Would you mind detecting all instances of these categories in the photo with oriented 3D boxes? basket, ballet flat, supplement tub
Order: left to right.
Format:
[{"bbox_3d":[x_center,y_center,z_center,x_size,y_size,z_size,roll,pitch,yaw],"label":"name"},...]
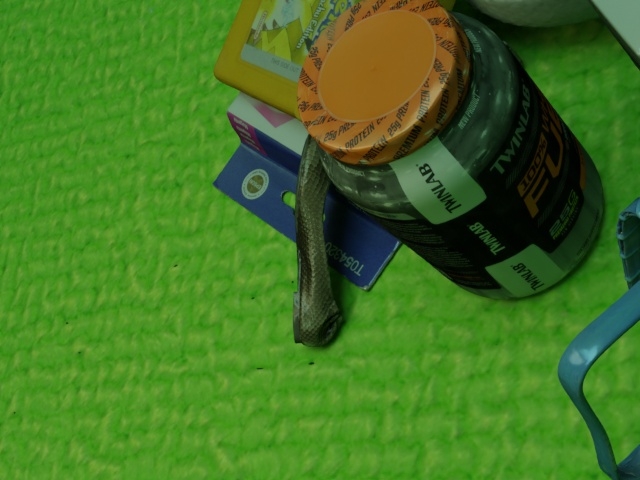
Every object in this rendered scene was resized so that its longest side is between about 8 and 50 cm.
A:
[{"bbox_3d":[0.000,0.000,1.282,0.058,0.084,0.249,1,87,7],"label":"ballet flat"},{"bbox_3d":[0.133,-0.088,1.087,0.207,0.338,0.207,-15,61,28],"label":"supplement tub"},{"bbox_3d":[0.330,0.067,0.934,0.289,0.254,0.201,-41,53,-3],"label":"basket"}]

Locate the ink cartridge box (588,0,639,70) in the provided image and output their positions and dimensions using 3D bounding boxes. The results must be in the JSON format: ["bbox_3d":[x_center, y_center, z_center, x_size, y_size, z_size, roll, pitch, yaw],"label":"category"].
[{"bbox_3d":[0.333,-0.198,1.039,0.087,0.208,0.153,-38,51,16],"label":"ink cartridge box"}]

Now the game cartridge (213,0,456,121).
[{"bbox_3d":[0.021,-0.279,1.305,0.324,0.053,0.285,31,100,48],"label":"game cartridge"}]

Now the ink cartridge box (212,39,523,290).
[{"bbox_3d":[0.033,-0.151,1.365,0.324,0.071,0.330,33,87,40],"label":"ink cartridge box"}]

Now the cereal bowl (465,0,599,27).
[{"bbox_3d":[0.293,-0.384,1.253,0.339,0.141,0.338,-16,60,29],"label":"cereal bowl"}]
